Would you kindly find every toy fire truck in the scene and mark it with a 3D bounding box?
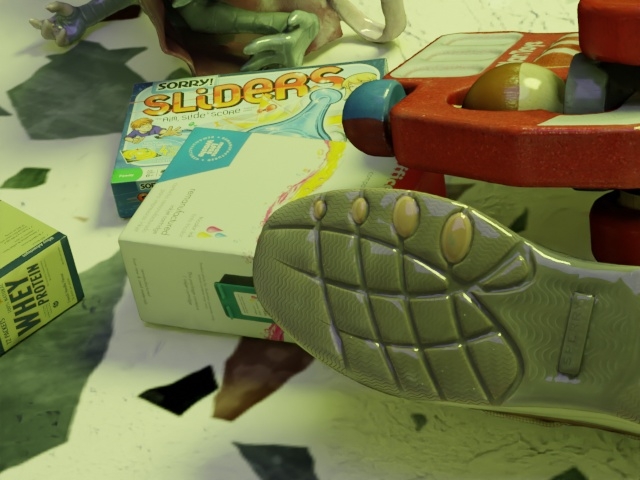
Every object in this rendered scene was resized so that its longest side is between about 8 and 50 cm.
[{"bbox_3d":[0.155,-0.088,1.195,0.254,0.169,0.302,0,18,21],"label":"toy fire truck"}]

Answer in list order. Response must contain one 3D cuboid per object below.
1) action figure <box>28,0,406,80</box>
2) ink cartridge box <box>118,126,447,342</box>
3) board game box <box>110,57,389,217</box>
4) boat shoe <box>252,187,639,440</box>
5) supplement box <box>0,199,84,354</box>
[{"bbox_3d":[-0.127,-0.296,1.525,0.276,0.248,0.370,-18,40,-11],"label":"action figure"},{"bbox_3d":[0.000,0.000,1.237,0.231,0.078,0.134,6,41,21],"label":"ink cartridge box"},{"bbox_3d":[-0.048,-0.078,1.389,0.201,0.035,0.136,-6,37,7],"label":"board game box"},{"bbox_3d":[0.116,0.056,1.092,0.324,0.116,0.123,17,81,15],"label":"boat shoe"},{"bbox_3d":[-0.225,0.025,1.280,0.083,0.056,0.083,26,50,39],"label":"supplement box"}]
